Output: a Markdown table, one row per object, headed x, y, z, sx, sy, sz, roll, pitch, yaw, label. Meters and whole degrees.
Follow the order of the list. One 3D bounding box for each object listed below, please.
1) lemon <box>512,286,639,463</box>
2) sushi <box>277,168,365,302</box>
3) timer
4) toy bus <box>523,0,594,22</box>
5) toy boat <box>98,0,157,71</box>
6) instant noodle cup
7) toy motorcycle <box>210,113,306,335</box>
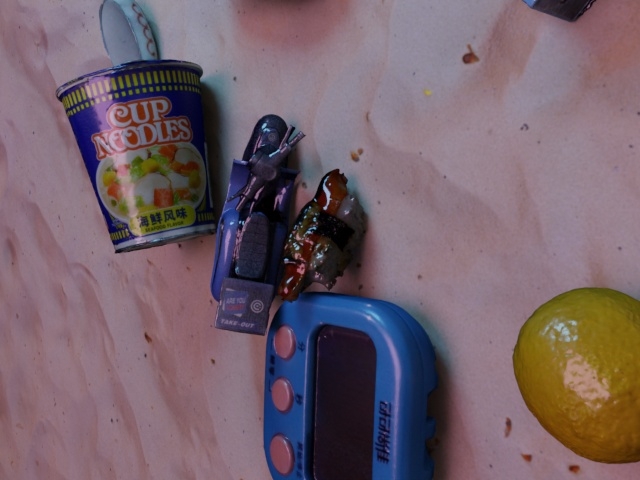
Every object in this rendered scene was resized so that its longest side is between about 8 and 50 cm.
| x | y | z | sx | sy | sz | roll | pitch | yaw | label |
| --- | --- | --- | --- | --- | --- | --- | --- | --- | --- |
| 0.304 | 0.145 | 0.833 | 0.180 | 0.181 | 0.193 | -34 | 51 | 41 | lemon |
| 0.003 | 0.002 | 1.176 | 0.103 | 0.097 | 0.226 | 24 | 68 | 13 | sushi |
| 0.039 | 0.251 | 1.151 | 0.309 | 0.115 | 0.340 | 5 | 94 | 49 | timer |
| 0.316 | -0.409 | 0.869 | 0.131 | 0.106 | 0.297 | 52 | 126 | 37 | toy bus |
| -0.400 | -0.427 | 1.643 | 0.134 | 0.079 | 0.207 | -32 | 78 | 49 | toy boat |
| -0.320 | -0.145 | 1.435 | 0.284 | 0.284 | 0.312 | -13 | 90 | 45 | instant noodle cup |
| -0.100 | -0.035 | 1.250 | 0.212 | 0.125 | 0.358 | 177 | 102 | -81 | toy motorcycle |
